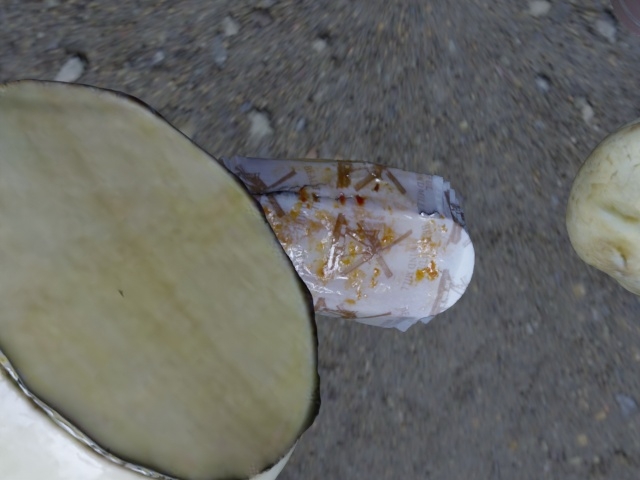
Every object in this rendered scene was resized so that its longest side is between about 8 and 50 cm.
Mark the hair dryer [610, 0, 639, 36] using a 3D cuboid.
[{"bbox_3d":[0.274,-0.341,1.374,0.125,0.210,0.352,-27,92,7],"label":"hair dryer"}]

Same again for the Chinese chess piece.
[{"bbox_3d":[-0.120,0.039,0.800,0.104,0.257,0.257,-38,97,32],"label":"Chinese chess piece"}]

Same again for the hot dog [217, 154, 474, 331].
[{"bbox_3d":[0.000,0.000,1.154,0.252,0.069,0.131,7,105,-21],"label":"hot dog"}]

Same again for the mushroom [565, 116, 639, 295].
[{"bbox_3d":[0.239,-0.023,1.054,0.148,0.112,0.148,-16,136,-16],"label":"mushroom"}]
